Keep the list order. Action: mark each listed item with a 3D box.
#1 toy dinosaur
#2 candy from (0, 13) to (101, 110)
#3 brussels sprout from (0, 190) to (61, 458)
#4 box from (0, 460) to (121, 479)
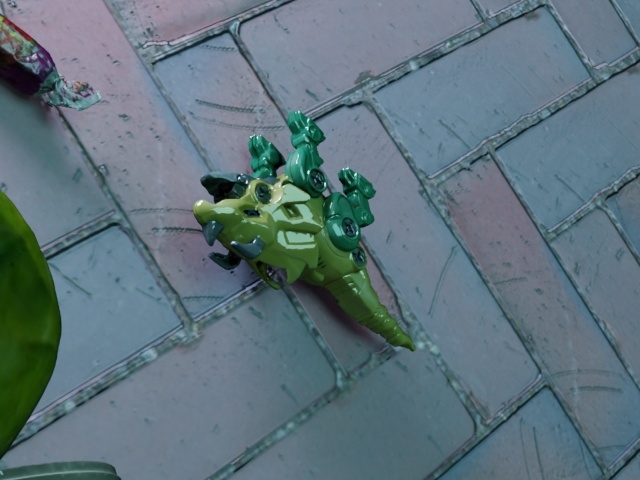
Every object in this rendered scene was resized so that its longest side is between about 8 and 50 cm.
[{"bbox_3d":[0.000,0.000,1.312,0.259,0.094,0.153,37,50,-28],"label":"toy dinosaur"},{"bbox_3d":[-0.255,-0.156,1.219,0.175,0.043,0.045,39,51,-11],"label":"candy"},{"bbox_3d":[-0.300,0.035,0.977,0.271,0.210,0.219,30,74,-9],"label":"brussels sprout"},{"bbox_3d":[-0.214,0.236,0.922,0.226,0.226,0.149,-3,70,-39],"label":"box"}]
